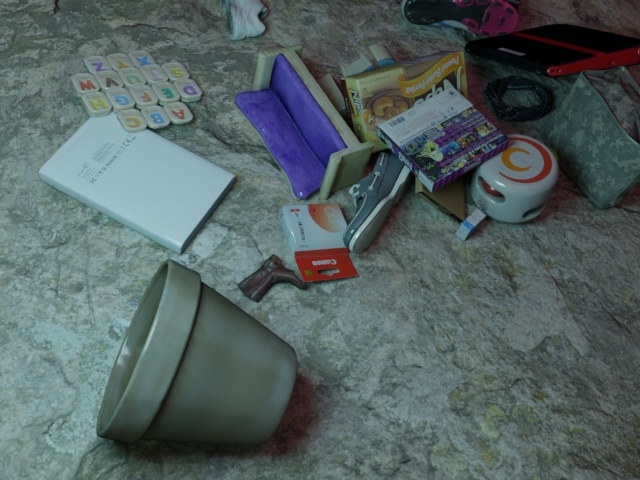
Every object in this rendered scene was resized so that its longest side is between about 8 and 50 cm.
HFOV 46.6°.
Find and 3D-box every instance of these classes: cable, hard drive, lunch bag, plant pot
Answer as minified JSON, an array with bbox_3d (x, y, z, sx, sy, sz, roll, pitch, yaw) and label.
[{"bbox_3d":[0.537,-0.388,2.022,0.185,0.047,0.150,-18,59,-20],"label":"cable"},{"bbox_3d":[-0.399,-0.139,1.645,0.353,0.047,0.233,27,56,6],"label":"hard drive"},{"bbox_3d":[0.718,-0.251,1.854,0.169,0.235,0.286,-11,61,-22],"label":"lunch bag"},{"bbox_3d":[-0.206,0.231,1.327,0.281,0.323,0.323,23,54,-18],"label":"plant pot"}]

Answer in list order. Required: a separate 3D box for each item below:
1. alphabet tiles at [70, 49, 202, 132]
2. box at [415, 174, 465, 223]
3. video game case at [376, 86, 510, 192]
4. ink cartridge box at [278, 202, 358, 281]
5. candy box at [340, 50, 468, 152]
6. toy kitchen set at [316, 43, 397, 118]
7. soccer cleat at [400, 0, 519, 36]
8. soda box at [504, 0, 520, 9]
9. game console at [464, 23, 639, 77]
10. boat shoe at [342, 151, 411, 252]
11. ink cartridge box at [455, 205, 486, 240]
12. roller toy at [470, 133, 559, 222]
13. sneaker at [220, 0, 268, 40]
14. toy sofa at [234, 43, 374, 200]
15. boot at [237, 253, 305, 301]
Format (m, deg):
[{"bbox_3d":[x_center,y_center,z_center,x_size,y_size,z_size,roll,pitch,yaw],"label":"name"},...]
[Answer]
[{"bbox_3d":[-0.435,-0.364,1.765,0.284,0.021,0.278,-16,56,-31],"label":"alphabet tiles"},{"bbox_3d":[0.288,-0.157,1.779,0.164,0.021,0.201,31,48,-33],"label":"box"},{"bbox_3d":[0.284,-0.241,1.734,0.232,0.041,0.210,-30,62,-19],"label":"video game case"},{"bbox_3d":[0.000,0.000,1.630,0.146,0.045,0.179,-4,55,-31],"label":"ink cartridge box"},{"bbox_3d":[0.216,-0.344,1.830,0.317,0.182,0.088,-20,23,-24],"label":"candy box"},{"bbox_3d":[0.120,-0.375,1.903,0.207,0.166,0.122,-31,60,11],"label":"toy kitchen set"},{"bbox_3d":[0.392,-0.658,2.101,0.332,0.116,0.143,8,31,-1],"label":"soccer cleat"},{"bbox_3d":[0.578,-0.764,2.258,0.060,0.053,0.168,17,57,-2],"label":"soda box"},{"bbox_3d":[0.629,-0.507,1.995,0.342,0.060,0.386,-17,28,-18],"label":"game console"},{"bbox_3d":[0.116,-0.095,1.699,0.099,0.116,0.319,27,52,13],"label":"boat shoe"},{"bbox_3d":[0.359,-0.042,1.752,0.028,0.048,0.083,42,59,14],"label":"ink cartridge box"},{"bbox_3d":[0.459,-0.145,1.783,0.210,0.146,0.191,8,55,4],"label":"roller toy"},{"bbox_3d":[-0.202,-0.629,1.987,0.115,0.090,0.232,-3,68,-22],"label":"sneaker"},{"bbox_3d":[-0.049,-0.279,1.751,0.177,0.150,0.362,-21,65,-25],"label":"toy sofa"},{"bbox_3d":[-0.104,0.098,1.569,0.106,0.037,0.114,40,62,12],"label":"boot"}]
